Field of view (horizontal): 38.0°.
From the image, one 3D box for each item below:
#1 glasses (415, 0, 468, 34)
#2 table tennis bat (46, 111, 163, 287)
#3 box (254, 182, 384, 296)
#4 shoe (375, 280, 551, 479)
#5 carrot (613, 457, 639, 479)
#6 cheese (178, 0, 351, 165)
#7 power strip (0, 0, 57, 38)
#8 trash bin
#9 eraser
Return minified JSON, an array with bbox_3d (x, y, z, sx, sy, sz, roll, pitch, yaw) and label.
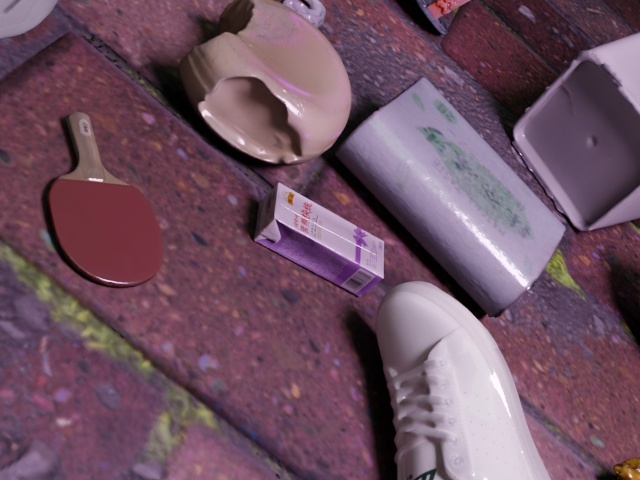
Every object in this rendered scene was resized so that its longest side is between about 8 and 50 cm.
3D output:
[{"bbox_3d":[0.243,-0.408,1.263,0.118,0.268,0.234,52,30,-24],"label":"glasses"},{"bbox_3d":[-0.166,-0.032,0.694,0.087,0.013,0.156,3,55,-41],"label":"table tennis bat"},{"bbox_3d":[0.000,0.000,0.808,0.117,0.036,0.051,29,39,-20],"label":"box"},{"bbox_3d":[0.100,0.153,0.712,0.110,0.095,0.265,-9,64,-48],"label":"shoe"},{"bbox_3d":[0.404,0.280,0.921,0.314,0.066,0.066,26,40,-23],"label":"carrot"},{"bbox_3d":[-0.040,-0.183,0.913,0.163,0.082,0.286,34,35,-18],"label":"cheese"},{"bbox_3d":[-0.248,-0.250,0.607,0.141,0.261,0.229,50,36,4],"label":"power strip"},{"bbox_3d":[0.447,-0.148,1.248,0.367,0.296,0.256,-18,70,-37],"label":"trash bin"},{"bbox_3d":[0.138,-0.048,0.956,0.227,0.081,0.174,47,36,0],"label":"eraser"}]
